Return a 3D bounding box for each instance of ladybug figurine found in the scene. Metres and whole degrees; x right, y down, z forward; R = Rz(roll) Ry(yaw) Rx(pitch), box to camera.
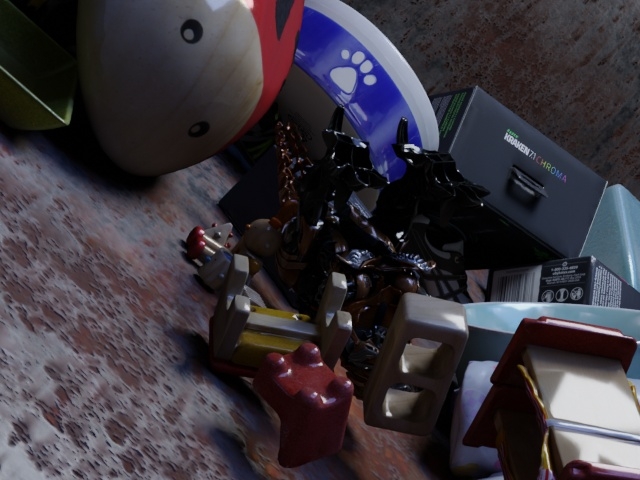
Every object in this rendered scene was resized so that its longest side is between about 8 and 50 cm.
[{"bbox_3d":[-0.111,-0.236,1.575,0.449,0.162,0.305,-75,164,-55],"label":"ladybug figurine"}]

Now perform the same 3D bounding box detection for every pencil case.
[{"bbox_3d":[0.259,0.192,1.571,0.273,0.124,0.113,6,9,9],"label":"pencil case"}]

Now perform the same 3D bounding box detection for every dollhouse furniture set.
[{"bbox_3d":[0.090,0.161,1.309,0.374,0.152,0.201,11,33,-12],"label":"dollhouse furniture set"}]

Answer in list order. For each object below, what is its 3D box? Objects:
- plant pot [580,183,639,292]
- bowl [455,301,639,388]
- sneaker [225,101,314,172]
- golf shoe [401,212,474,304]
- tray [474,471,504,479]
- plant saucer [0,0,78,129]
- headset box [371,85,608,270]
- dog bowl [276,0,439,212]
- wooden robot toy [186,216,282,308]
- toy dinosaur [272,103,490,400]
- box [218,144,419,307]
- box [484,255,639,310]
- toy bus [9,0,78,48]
[{"bbox_3d":[0.429,0.123,2.390,0.247,0.248,0.252,37,33,-34],"label":"plant pot"},{"bbox_3d":[0.283,0.165,1.759,0.312,0.163,0.311,2,5,0],"label":"bowl"},{"bbox_3d":[-0.066,-0.121,1.887,0.188,0.078,0.067,41,22,-16],"label":"sneaker"},{"bbox_3d":[0.166,0.049,2.083,0.198,0.094,0.077,43,12,-19],"label":"golf shoe"},{"bbox_3d":[0.263,0.279,1.577,0.270,0.145,0.030,36,53,-36],"label":"tray"},{"bbox_3d":[-0.297,-0.173,1.392,0.188,0.045,0.188,42,13,-18],"label":"plant saucer"},{"bbox_3d":[0.195,-0.073,2.104,0.246,0.131,0.283,33,-19,-28],"label":"headset box"},{"bbox_3d":[0.010,-0.160,1.921,0.265,0.104,0.265,40,-23,21],"label":"dog bowl"},{"bbox_3d":[-0.071,0.007,1.478,0.076,0.079,0.173,41,13,-22],"label":"wooden robot toy"},{"bbox_3d":[0.016,0.000,1.498,0.164,0.218,0.322,-14,54,-49],"label":"toy dinosaur"},{"bbox_3d":[0.000,0.000,1.699,0.156,0.093,0.158,53,16,29],"label":"box"},{"bbox_3d":[0.346,0.141,2.102,0.270,0.165,0.143,34,59,-44],"label":"box"},{"bbox_3d":[-0.264,-0.327,1.609,0.220,0.211,0.149,33,16,-49],"label":"toy bus"}]
